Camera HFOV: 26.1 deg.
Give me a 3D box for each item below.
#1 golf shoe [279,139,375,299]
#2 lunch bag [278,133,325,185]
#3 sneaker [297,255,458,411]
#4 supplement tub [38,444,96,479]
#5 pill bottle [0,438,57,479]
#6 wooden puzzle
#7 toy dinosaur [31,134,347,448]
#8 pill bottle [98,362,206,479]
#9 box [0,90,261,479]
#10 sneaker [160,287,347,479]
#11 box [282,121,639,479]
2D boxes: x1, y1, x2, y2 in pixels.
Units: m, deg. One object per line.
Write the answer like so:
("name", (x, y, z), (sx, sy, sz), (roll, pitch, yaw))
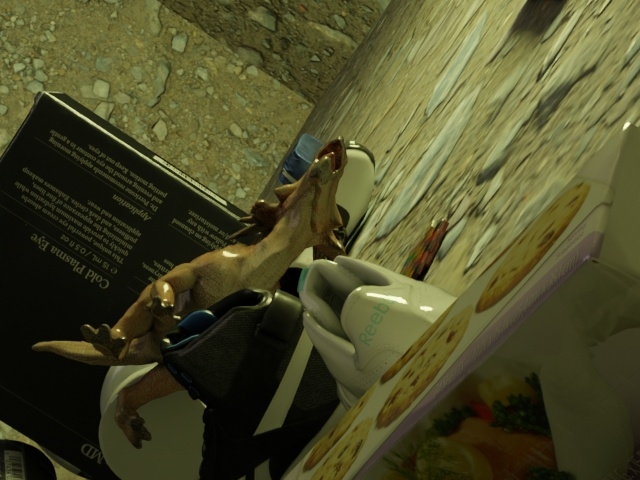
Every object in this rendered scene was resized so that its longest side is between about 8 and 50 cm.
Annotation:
("golf shoe", (0.000, 0.000, 1.311), (0.198, 0.077, 0.094), (-60, 19, 6))
("lunch bag", (-0.021, -0.109, 2.073), (0.065, 0.067, 0.098), (-54, 5, 27))
("sneaker", (0.027, 0.042, 0.633), (0.080, 0.094, 0.212), (-59, 5, -10))
("supplement tub", (-0.229, 0.132, 1.784), (0.338, 0.207, 0.207), (-55, 6, 19))
("pill bottle", (-0.323, 0.330, 1.395), (0.130, 0.130, 0.246), (-54, 33, 26))
("wooden puzzle", (0.064, 0.016, 0.917), (0.083, 0.006, 0.049), (-61, 7, -35))
("toy dinosaur", (-0.085, 0.049, 1.125), (0.295, 0.127, 0.200), (-24, 21, 30))
("pill bottle", (-0.133, 0.142, 1.276), (0.131, 0.131, 0.229), (-56, 5, 12))
("box", (-0.230, 0.060, 1.486), (0.312, 0.343, 0.179), (-56, 7, 2))
("sneaker", (-0.059, 0.109, 0.852), (0.217, 0.121, 0.079), (-54, 5, 30))
("box", (0.031, 0.091, 0.477), (0.324, 0.063, 0.067), (-52, 6, 44))
